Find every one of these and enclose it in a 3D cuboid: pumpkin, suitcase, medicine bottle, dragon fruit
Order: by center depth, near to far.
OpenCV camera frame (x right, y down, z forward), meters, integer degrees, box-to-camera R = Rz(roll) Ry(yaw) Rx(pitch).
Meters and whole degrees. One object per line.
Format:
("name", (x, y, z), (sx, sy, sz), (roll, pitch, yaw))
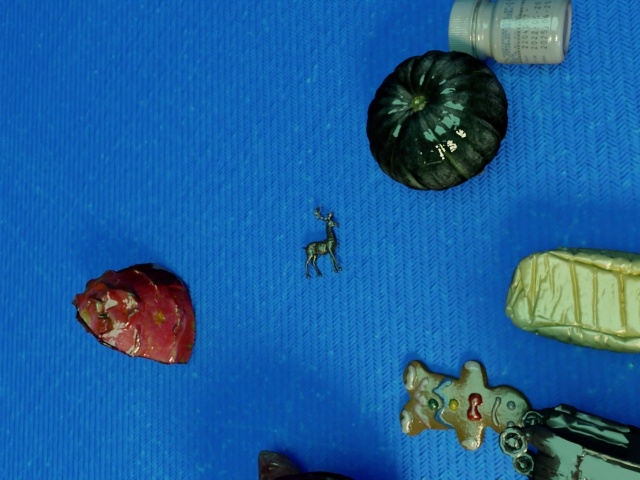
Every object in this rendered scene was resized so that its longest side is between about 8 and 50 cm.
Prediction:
("suitcase", (0.431, 0.335, 0.769), (0.433, 0.283, 0.194), (11, 87, 25))
("medicine bottle", (0.290, -0.322, 1.005), (0.168, 0.105, 0.105), (9, 88, 26))
("pumpkin", (0.176, -0.184, 1.013), (0.220, 0.162, 0.221), (-9, 72, 28))
("dragon fruit", (-0.358, 0.122, 1.260), (0.261, 0.163, 0.189), (27, 69, 26))

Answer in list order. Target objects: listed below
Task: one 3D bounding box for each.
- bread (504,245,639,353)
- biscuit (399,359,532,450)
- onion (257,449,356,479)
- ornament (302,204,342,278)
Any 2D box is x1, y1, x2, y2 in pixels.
("bread", (0.384, 0.081, 0.914), (0.236, 0.106, 0.140), (7, 89, 27))
("biscuit", (0.222, 0.253, 1.019), (0.205, 0.031, 0.138), (5, 86, 25))
("onion", (-0.032, 0.468, 0.995), (0.348, 0.347, 0.385), (-48, 32, 14))
("ornament", (0.000, 0.000, 1.154), (0.073, 0.028, 0.125), (-13, 81, 24))
